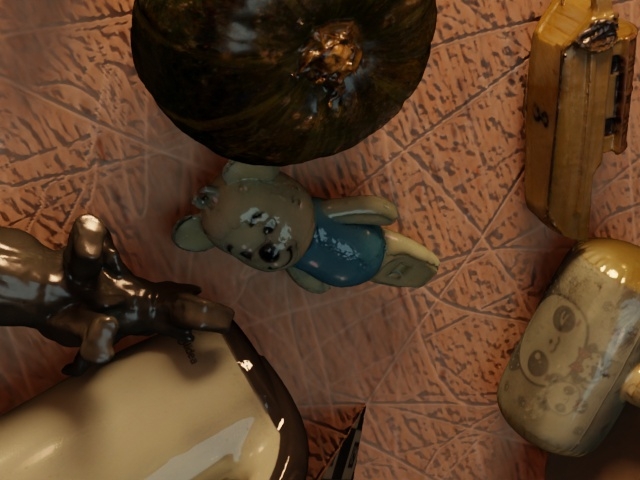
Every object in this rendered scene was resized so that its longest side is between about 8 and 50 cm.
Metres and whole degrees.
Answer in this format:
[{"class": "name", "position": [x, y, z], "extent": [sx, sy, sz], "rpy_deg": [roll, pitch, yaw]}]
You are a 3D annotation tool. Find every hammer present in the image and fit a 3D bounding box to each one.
[{"class": "hammer", "position": [0.313, 0.143, 1.094], "extent": [0.113, 0.305, 0.202], "rpy_deg": [-12, 129, -57]}]

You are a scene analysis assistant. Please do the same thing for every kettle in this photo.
[{"class": "kettle", "position": [-0.124, 0.177, 0.951], "extent": [0.236, 0.221, 0.161], "rpy_deg": [-29, 127, -6]}]

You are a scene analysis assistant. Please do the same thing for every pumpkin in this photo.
[{"class": "pumpkin", "position": [-0.024, -0.156, 0.853], "extent": [0.223, 0.157, 0.224], "rpy_deg": [-23, 139, -22]}]

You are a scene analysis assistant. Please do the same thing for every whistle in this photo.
[{"class": "whistle", "position": [0.000, 0.000, 1.000], "extent": [0.235, 0.077, 0.114], "rpy_deg": [19, 127, -34]}]

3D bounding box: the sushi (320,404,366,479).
[{"class": "sushi", "position": [-0.030, 0.285, 1.104], "extent": [0.047, 0.219, 0.231], "rpy_deg": [15, 117, 14]}]

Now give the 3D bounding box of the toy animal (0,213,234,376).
[{"class": "toy animal", "position": [-0.184, 0.026, 0.890], "extent": [0.245, 0.146, 0.114], "rpy_deg": [25, 76, -14]}]

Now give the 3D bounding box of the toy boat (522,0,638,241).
[{"class": "toy boat", "position": [0.215, -0.102, 1.042], "extent": [0.088, 0.068, 0.226], "rpy_deg": [-17, 122, -22]}]

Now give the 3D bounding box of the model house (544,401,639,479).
[{"class": "model house", "position": [0.350, 0.227, 1.237], "extent": [0.219, 0.199, 0.229], "rpy_deg": [-8, 154, 32]}]
